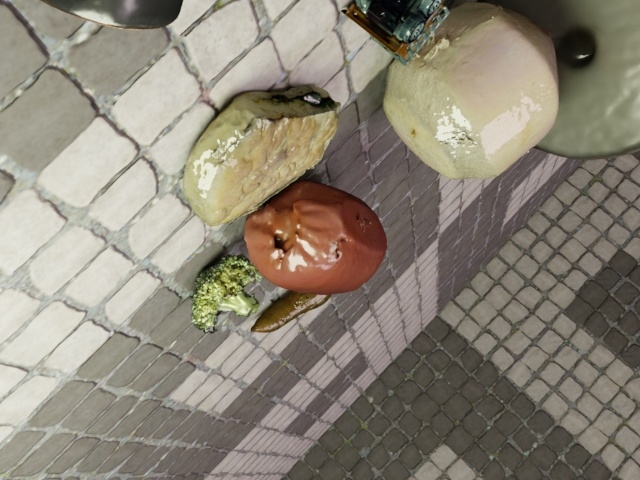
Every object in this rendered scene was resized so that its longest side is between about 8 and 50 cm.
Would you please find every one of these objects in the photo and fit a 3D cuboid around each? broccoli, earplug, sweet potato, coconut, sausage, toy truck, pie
[{"bbox_3d":[-0.125,0.074,0.977,0.097,0.092,0.095,-57,-176,-35],"label":"broccoli"},{"bbox_3d":[0.456,-0.323,1.111,0.394,0.313,0.312,-32,157,-43],"label":"earplug"},{"bbox_3d":[-0.017,0.090,1.299,0.274,0.067,0.067,-36,159,-25],"label":"sweet potato"},{"bbox_3d":[0.206,-0.203,0.970,0.234,0.224,0.224,-49,162,0],"label":"coconut"},{"bbox_3d":[0.000,0.000,1.004,0.152,0.152,0.280,-50,163,8],"label":"sausage"},{"bbox_3d":[0.119,-0.283,0.799,0.177,0.080,0.115,-50,167,11],"label":"toy truck"},{"bbox_3d":[-0.068,-0.087,0.828,0.218,0.052,0.185,-22,148,-56],"label":"pie"}]

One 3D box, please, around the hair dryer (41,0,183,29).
[{"bbox_3d":[-0.039,-0.264,0.489,0.352,0.107,0.189,-36,159,-53],"label":"hair dryer"}]
